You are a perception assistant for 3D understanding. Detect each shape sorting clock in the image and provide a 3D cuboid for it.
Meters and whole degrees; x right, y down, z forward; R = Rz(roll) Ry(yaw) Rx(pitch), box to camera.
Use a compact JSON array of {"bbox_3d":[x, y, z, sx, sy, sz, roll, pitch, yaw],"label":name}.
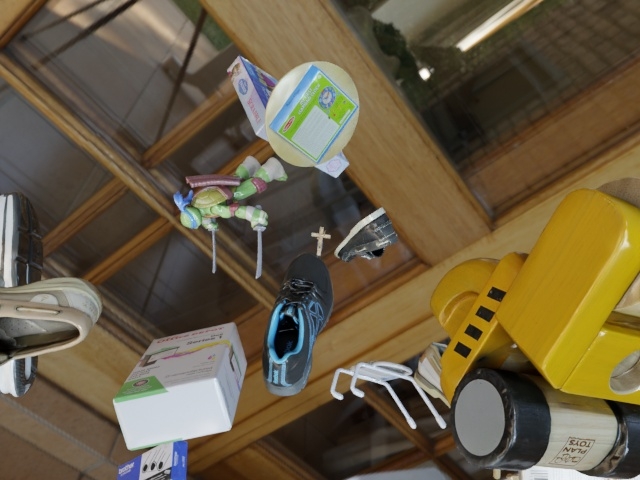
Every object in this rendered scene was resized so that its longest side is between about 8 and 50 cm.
[{"bbox_3d":[-0.015,-0.243,1.102,0.206,0.206,0.040,35,4,-44],"label":"shape sorting clock"}]

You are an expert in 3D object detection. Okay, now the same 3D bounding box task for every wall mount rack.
[{"bbox_3d":[0.205,0.460,1.707,0.304,0.350,0.131,20,69,-9],"label":"wall mount rack"}]

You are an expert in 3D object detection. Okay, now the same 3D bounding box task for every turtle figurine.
[{"bbox_3d":[-0.195,-0.067,1.364,0.274,0.198,0.266,45,62,-4],"label":"turtle figurine"}]

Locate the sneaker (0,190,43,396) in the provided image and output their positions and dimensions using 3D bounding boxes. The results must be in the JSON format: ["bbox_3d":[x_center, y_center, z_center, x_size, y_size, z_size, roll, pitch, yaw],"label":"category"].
[{"bbox_3d":[-0.754,0.110,1.214,0.169,0.257,0.448,127,-39,-76],"label":"sneaker"}]

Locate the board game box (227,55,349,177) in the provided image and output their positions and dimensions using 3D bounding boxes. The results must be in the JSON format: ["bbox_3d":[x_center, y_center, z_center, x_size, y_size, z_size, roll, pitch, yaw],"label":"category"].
[{"bbox_3d":[-0.093,-0.356,1.640,0.318,0.066,0.319,22,32,-44],"label":"board game box"}]

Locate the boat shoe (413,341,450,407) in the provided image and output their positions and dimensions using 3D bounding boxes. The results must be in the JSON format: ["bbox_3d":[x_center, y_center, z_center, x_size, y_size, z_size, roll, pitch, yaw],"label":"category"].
[{"bbox_3d":[0.339,0.332,1.268,0.113,0.103,0.302,-1,20,-44],"label":"boat shoe"}]

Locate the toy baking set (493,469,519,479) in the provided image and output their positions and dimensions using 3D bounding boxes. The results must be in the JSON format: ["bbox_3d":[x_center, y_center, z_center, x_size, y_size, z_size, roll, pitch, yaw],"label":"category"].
[{"bbox_3d":[0.492,0.498,1.316,0.030,0.196,0.256,-40,125,-52],"label":"toy baking set"}]

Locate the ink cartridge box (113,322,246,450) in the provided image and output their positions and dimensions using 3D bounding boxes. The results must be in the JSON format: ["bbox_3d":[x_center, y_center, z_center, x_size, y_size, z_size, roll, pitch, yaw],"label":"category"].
[{"bbox_3d":[-0.275,0.289,1.174,0.278,0.201,0.117,-94,172,-77],"label":"ink cartridge box"}]

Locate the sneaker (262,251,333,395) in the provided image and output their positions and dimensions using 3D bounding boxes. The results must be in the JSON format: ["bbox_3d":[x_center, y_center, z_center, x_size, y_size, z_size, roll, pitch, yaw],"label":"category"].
[{"bbox_3d":[-0.042,0.151,1.207,0.140,0.125,0.341,88,10,-52],"label":"sneaker"}]

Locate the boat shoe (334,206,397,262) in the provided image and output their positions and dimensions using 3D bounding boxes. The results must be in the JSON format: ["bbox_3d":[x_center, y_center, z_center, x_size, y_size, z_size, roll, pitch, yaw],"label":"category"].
[{"bbox_3d":[0.091,0.010,1.168,0.079,0.084,0.233,51,-23,4],"label":"boat shoe"}]

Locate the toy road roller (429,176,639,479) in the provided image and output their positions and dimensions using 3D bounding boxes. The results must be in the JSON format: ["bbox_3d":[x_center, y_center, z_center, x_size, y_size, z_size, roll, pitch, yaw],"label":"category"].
[{"bbox_3d":[0.248,0.072,0.596,0.202,0.330,0.241,13,26,-23],"label":"toy road roller"}]

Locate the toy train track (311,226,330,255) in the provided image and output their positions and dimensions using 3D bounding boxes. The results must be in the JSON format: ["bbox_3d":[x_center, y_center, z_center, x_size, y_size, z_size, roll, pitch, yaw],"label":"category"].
[{"bbox_3d":[0.000,0.000,1.431,0.014,0.048,0.083,-79,176,-59],"label":"toy train track"}]

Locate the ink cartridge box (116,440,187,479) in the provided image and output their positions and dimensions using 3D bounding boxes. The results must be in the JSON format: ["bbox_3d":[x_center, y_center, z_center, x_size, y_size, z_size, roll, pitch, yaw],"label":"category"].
[{"bbox_3d":[-0.396,0.545,1.318,0.046,0.207,0.097,36,32,-38],"label":"ink cartridge box"}]

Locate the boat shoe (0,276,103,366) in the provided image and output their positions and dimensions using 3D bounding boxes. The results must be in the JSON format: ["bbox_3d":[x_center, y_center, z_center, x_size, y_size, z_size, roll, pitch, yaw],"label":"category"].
[{"bbox_3d":[-0.530,0.141,0.902,0.110,0.341,0.122,-102,180,-60],"label":"boat shoe"}]

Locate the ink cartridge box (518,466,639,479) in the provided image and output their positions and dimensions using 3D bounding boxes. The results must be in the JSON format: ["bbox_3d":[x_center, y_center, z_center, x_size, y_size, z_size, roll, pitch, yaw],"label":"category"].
[{"bbox_3d":[0.519,0.384,1.100,0.066,0.261,0.297,-14,102,-79],"label":"ink cartridge box"}]
